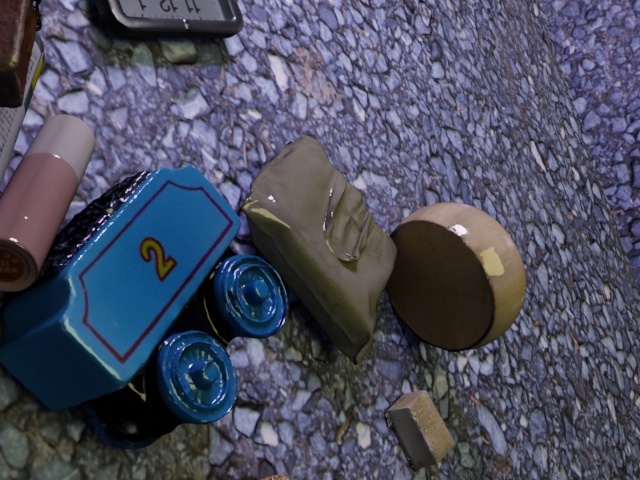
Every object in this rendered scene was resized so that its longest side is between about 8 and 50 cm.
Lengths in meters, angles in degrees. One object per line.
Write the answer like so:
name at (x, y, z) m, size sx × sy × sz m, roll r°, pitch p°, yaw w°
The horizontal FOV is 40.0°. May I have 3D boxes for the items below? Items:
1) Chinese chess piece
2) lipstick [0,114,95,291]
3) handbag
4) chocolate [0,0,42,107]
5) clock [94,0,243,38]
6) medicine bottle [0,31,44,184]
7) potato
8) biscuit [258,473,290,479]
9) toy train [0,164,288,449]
Chinese chess piece at (0.223, 0.062, 1.493) m, size 0.104 × 0.257 × 0.257 m, roll -26°, pitch 95°, yaw -38°
lipstick at (-0.311, -0.050, 0.972) m, size 0.070 × 0.070 × 0.254 m, roll 47°, pitch 25°, yaw -27°
handbag at (0.003, 0.000, 1.372) m, size 0.315 × 0.109 × 0.253 m, roll 52°, pitch 35°, yaw -21°
chocolate at (-0.415, -0.188, 0.800) m, size 0.321 × 0.112 × 0.111 m, roll 0°, pitch 68°, yaw -13°
clock at (-0.253, -0.429, 1.302) m, size 0.273 × 0.049 × 0.278 m, roll -16°, pitch 86°, yaw -52°
medicine bottle at (-0.388, -0.110, 0.902) m, size 0.141 × 0.141 × 0.293 m, roll 35°, pitch 48°, yaw -37°
potato at (0.165, 0.313, 1.463) m, size 0.086 × 0.061 × 0.122 m, roll -34°, pitch 100°, yaw -50°
biscuit at (-0.102, 0.351, 1.101) m, size 0.168 × 0.070 × 0.082 m, roll -15°, pitch 82°, yaw -51°
toy train at (-0.198, 0.071, 1.026) m, size 0.265 × 0.188 × 0.300 m, roll 49°, pitch 42°, yaw -18°
